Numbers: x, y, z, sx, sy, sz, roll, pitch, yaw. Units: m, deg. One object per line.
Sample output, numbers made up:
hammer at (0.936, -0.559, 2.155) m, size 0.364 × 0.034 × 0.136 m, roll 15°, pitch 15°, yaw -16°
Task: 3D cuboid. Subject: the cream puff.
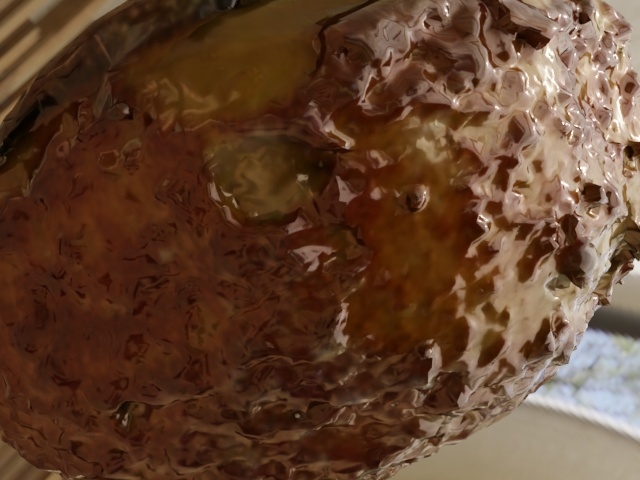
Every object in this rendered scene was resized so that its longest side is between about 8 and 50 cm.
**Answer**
cream puff at (0.001, 0.000, 0.476) m, size 0.164 × 0.240 × 0.240 m, roll 59°, pitch -13°, yaw 23°
